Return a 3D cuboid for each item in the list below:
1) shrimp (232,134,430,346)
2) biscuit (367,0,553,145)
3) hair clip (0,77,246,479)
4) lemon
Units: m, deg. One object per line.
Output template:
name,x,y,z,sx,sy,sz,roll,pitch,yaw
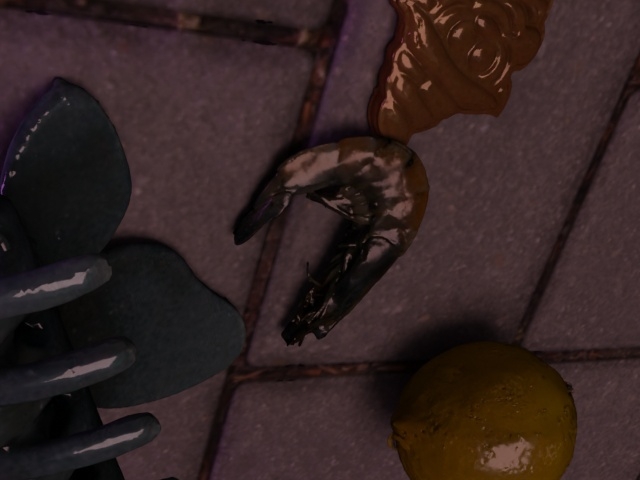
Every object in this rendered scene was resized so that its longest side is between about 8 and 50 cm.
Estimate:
shrimp,0.000,0.000,0.817,0.150,0.051,0.217,20,113,-28
biscuit,0.128,-0.178,0.775,0.162,0.035,0.250,25,106,-42
hair clip,-0.217,0.098,0.645,0.392,0.238,0.318,-19,126,-15
lemon,0.161,0.186,0.947,0.206,0.173,0.174,2,120,-20
